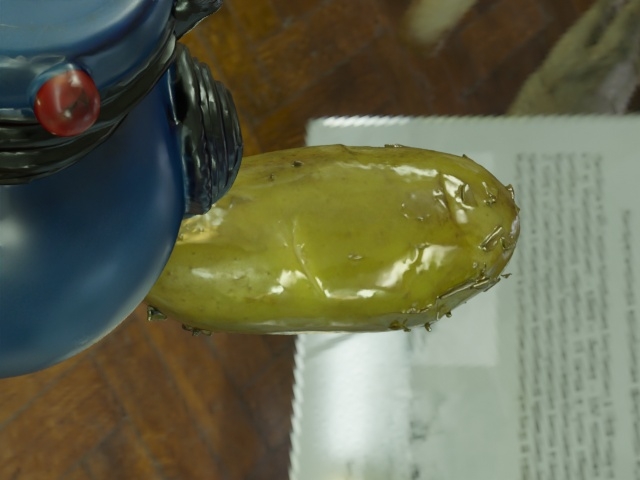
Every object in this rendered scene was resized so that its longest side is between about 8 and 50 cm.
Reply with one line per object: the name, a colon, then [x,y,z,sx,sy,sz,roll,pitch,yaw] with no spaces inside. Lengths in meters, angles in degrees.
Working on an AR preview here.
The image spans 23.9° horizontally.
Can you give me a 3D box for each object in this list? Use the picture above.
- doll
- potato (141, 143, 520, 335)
doll: [-0.174,-0.064,0.767,0.284,0.310,0.240,-4,64,-21]
potato: [0.000,0.000,1.122,0.300,0.173,0.140,-6,103,-9]
